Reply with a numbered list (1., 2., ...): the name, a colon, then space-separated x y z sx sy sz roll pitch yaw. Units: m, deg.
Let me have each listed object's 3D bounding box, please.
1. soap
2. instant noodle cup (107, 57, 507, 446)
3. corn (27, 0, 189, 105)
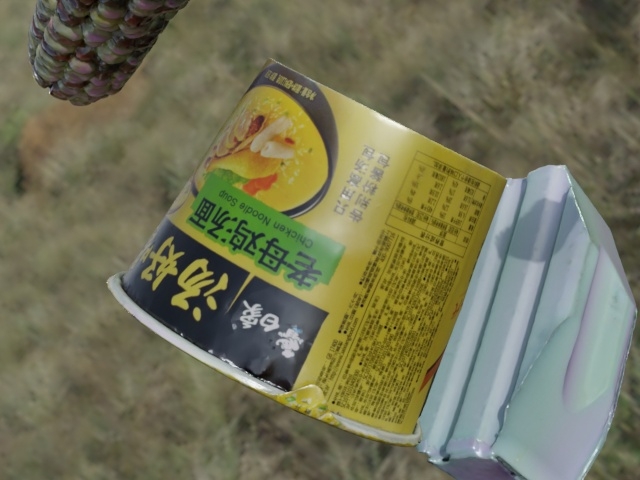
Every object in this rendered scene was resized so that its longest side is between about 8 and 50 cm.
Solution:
1. soap: 0.235 0.119 1.886 0.261 0.156 0.446 -15 40 38
2. instant noodle cup: 0.000 0.000 0.654 0.122 0.151 0.151 -66 18 5
3. corn: -0.105 -0.164 0.863 0.092 0.092 0.280 -64 10 -29
